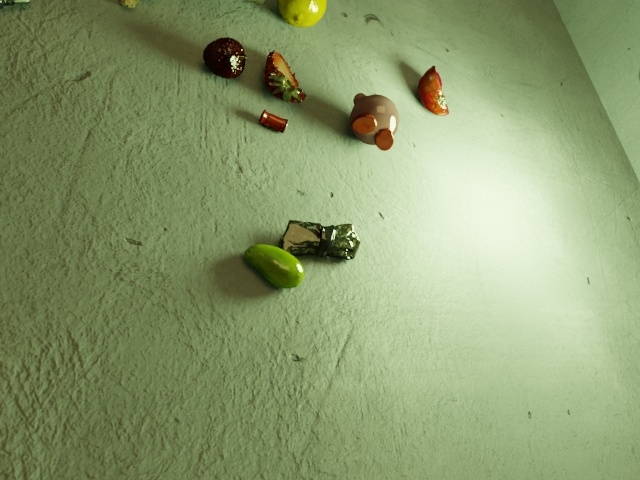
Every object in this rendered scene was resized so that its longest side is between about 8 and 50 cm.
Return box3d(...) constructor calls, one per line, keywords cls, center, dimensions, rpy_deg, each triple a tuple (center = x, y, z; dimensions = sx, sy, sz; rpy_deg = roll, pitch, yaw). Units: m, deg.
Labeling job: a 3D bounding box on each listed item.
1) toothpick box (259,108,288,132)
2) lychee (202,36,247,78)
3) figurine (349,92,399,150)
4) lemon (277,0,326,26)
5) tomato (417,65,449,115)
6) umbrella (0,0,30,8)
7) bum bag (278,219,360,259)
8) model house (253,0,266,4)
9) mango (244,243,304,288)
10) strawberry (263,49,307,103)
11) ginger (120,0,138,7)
box3d(cls="toothpick box", center=(-0.145, -0.366, 1.456), dimensions=(0.083, 0.047, 0.047), rpy_deg=(20, 56, -16))
box3d(cls="lychee", center=(-0.290, -0.556, 1.440), dimensions=(0.128, 0.123, 0.124), rpy_deg=(17, 56, -9))
box3d(cls="figurine", center=(0.178, -0.403, 1.578), dimensions=(0.173, 0.173, 0.174), rpy_deg=(13, 58, -22))
box3d(cls="lemon", center=(-0.065, -0.862, 1.695), dimensions=(0.178, 0.178, 0.203), rpy_deg=(19, 61, -19))
box3d(cls="tomato", center=(0.436, -0.578, 1.866), dimensions=(0.173, 0.099, 0.189), rpy_deg=(-87, 155, -46))
box3d(cls="umbrella", center=(-0.854, -0.603, 1.190), dimensions=(0.248, 0.071, 0.071), rpy_deg=(-28, 79, -36))
box3d(cls="bum bag", center=(0.000, -0.001, 1.314), dimensions=(0.247, 0.069, 0.102), rpy_deg=(2, 98, -29))
box3d(cls="model house", center=(-0.275, -1.065, 1.476), dimensions=(0.399, 0.395, 0.447), rpy_deg=(6, 90, -26))
box3d(cls="mango", center=(-0.116, 0.062, 1.212), dimensions=(0.165, 0.074, 0.091), rpy_deg=(29, 55, -11))
box3d(cls="strawberry", center=(-0.125, -0.518, 1.543), dimensions=(0.167, 0.087, 0.208), rpy_deg=(40, 23, -28))
box3d(cls="ginger", center=(-0.515, -0.801, 1.483), dimensions=(0.089, 0.075, 0.288), rpy_deg=(30, 55, 18))
